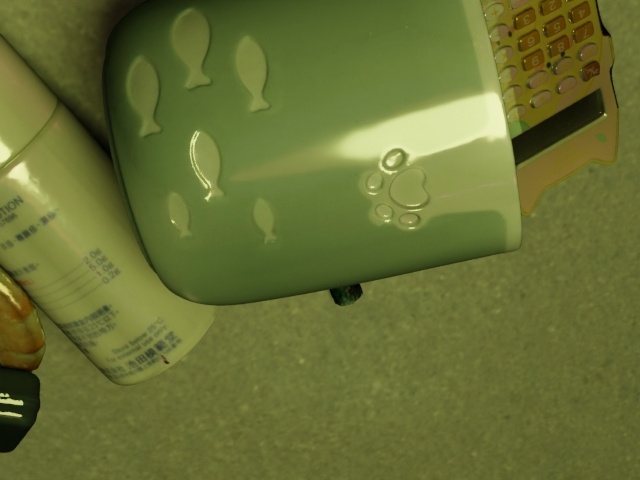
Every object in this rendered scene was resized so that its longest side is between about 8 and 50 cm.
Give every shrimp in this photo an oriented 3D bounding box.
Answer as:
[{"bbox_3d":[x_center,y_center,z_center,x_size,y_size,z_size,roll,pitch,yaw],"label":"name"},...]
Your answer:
[{"bbox_3d":[-0.360,0.027,1.044,0.296,0.058,0.169,30,138,1],"label":"shrimp"}]

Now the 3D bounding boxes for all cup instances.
[{"bbox_3d":[-0.021,-0.135,0.946,0.274,0.259,0.356,-13,91,2],"label":"cup"}]

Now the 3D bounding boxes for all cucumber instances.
[{"bbox_3d":[0.000,0.000,1.145,0.032,0.032,0.133,-28,115,-1],"label":"cucumber"}]

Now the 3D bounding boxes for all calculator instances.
[{"bbox_3d":[0.195,-0.149,1.103,0.157,0.033,0.236,-29,123,-21],"label":"calculator"}]

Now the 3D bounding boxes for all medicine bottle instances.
[{"bbox_3d":[-0.230,-0.037,1.019,0.130,0.130,0.341,-37,116,4],"label":"medicine bottle"}]

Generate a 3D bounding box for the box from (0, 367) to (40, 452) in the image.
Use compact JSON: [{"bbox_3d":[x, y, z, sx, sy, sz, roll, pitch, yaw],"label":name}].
[{"bbox_3d":[-0.362,0.134,1.058,0.230,0.160,0.050,11,68,-17],"label":"box"}]
